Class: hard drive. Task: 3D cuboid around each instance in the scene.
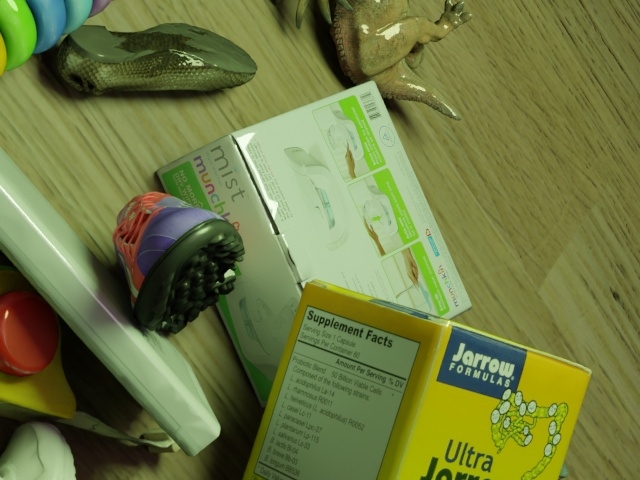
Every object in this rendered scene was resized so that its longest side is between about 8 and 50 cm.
[{"bbox_3d":[-0.207,0.033,1.323,0.040,0.203,0.307,-40,108,-2],"label":"hard drive"}]

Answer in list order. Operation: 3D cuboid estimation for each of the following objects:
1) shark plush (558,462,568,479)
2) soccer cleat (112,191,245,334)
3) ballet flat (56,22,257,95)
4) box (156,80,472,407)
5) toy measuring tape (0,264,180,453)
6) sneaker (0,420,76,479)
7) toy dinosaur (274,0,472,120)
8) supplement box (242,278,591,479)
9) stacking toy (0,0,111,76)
[{"bbox_3d":[0.222,0.196,1.757,0.073,0.067,0.161,-11,82,-46],"label":"shark plush"},{"bbox_3d":[-0.136,0.006,1.343,0.109,0.318,0.116,-38,86,-6],"label":"soccer cleat"},{"bbox_3d":[-0.160,-0.171,1.541,0.084,0.058,0.250,43,29,27],"label":"ballet flat"},{"bbox_3d":[0.000,0.000,1.573,0.231,0.127,0.262,-27,94,-46],"label":"box"},{"bbox_3d":[-0.231,0.096,1.325,0.330,0.121,0.121,25,57,-47],"label":"toy measuring tape"},{"bbox_3d":[-0.274,0.231,1.238,0.115,0.090,0.232,37,50,-25],"label":"sneaker"},{"bbox_3d":[0.049,-0.250,1.734,0.200,0.127,0.295,-32,110,-39],"label":"toy dinosaur"},{"bbox_3d":[0.060,0.240,1.389,0.195,0.194,0.356,19,88,-38],"label":"supplement box"},{"bbox_3d":[-0.297,-0.185,1.362,0.141,0.141,0.330,50,53,-18],"label":"stacking toy"}]
